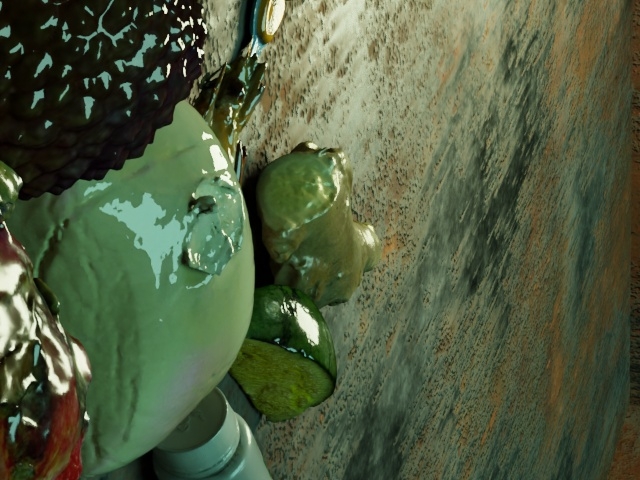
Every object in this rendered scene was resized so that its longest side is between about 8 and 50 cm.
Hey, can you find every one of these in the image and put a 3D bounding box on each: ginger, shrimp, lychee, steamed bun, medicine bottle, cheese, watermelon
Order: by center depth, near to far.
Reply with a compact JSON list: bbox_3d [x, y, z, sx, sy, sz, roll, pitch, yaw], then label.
[{"bbox_3d":[-0.155,-0.098,0.646,0.188,0.188,0.188,8,90,-68],"label":"lychee"},{"bbox_3d":[-0.115,0.026,0.806,0.170,0.153,0.238,-48,137,-53],"label":"steamed bun"},{"bbox_3d":[-0.080,-0.027,1.003,0.133,0.053,0.236,18,84,-66],"label":"shrimp"},{"bbox_3d":[-0.086,0.171,1.018,0.130,0.080,0.080,73,33,-46],"label":"medicine bottle"},{"bbox_3d":[-0.050,-0.169,1.079,0.047,0.017,0.111,50,52,-58],"label":"cheese"},{"bbox_3d":[-0.031,0.087,1.130,0.181,0.092,0.075,58,31,-55],"label":"watermelon"},{"bbox_3d":[-0.002,0.003,1.183,0.137,0.074,0.213,-61,156,-18],"label":"ginger"}]

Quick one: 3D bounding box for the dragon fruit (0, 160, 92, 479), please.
[{"bbox_3d":[-0.203,0.086,0.573,0.282,0.211,0.147,-54,149,2],"label":"dragon fruit"}]
